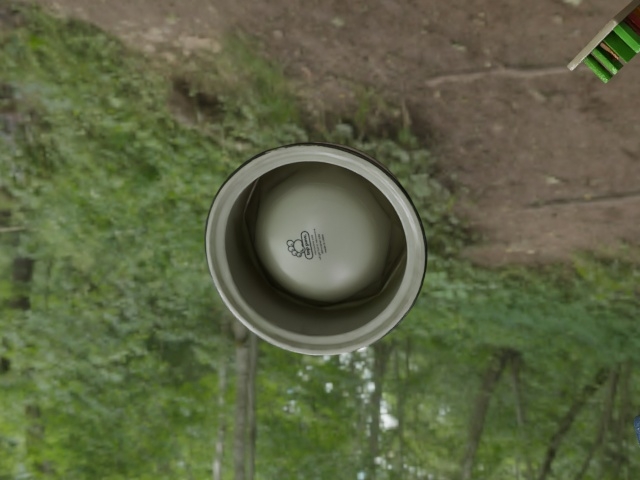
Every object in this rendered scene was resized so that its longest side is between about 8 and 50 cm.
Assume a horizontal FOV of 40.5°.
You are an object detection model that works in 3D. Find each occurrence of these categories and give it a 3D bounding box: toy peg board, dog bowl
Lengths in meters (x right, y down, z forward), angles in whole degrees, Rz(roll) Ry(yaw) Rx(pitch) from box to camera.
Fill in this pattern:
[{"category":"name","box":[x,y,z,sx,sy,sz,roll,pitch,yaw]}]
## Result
[{"category":"toy peg board","box":[0.586,-0.390,1.671,0.160,0.079,0.161,-40,174,-28]},{"category":"dog bowl","box":[0.000,0.000,1.620,0.408,0.408,0.150,-4,-161,12]}]

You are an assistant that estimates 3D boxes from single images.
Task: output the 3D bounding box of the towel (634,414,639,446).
[{"category":"towel","box":[0.634,0.355,1.645,0.029,0.067,0.119,-7,159,-9]}]
